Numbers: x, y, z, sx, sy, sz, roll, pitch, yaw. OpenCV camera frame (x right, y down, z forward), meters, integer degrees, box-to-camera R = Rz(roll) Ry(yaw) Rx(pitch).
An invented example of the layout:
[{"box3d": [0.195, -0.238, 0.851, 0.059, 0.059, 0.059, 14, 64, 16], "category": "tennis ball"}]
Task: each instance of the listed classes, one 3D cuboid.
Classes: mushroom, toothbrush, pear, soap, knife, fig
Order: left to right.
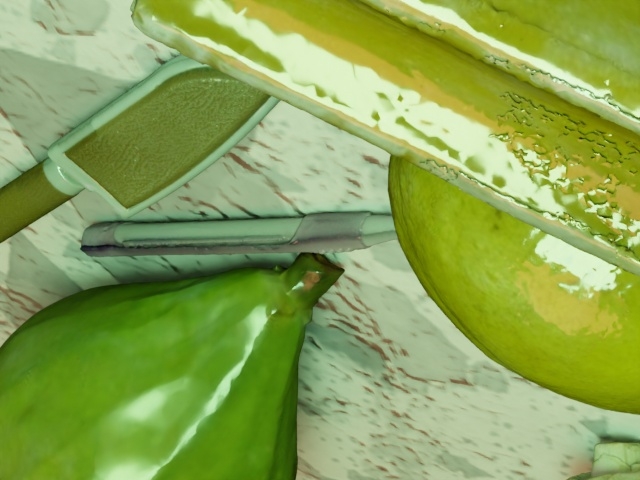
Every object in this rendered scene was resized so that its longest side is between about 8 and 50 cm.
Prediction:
[{"box3d": [-0.121, -0.041, 0.759, 0.061, 0.027, 0.343, 44, 142, -18], "category": "knife"}, {"box3d": [-0.113, 0.111, 0.861, 0.233, 0.233, 0.314, 22, 104, 8], "category": "fig"}, {"box3d": [0.000, 0.000, 0.731, 0.354, 0.024, 0.029, -1, 136, 37], "category": "toothbrush"}, {"box3d": [0.108, -0.012, 0.524, 0.162, 0.149, 0.149, 33, 148, -2], "category": "pear"}, {"box3d": [0.091, -0.082, 0.423, 0.257, 0.160, 0.080, 25, 147, 1], "category": "soap"}, {"box3d": [0.177, 0.151, 0.781, 0.083, 0.067, 0.083, -4, 169, -1], "category": "mushroom"}]
